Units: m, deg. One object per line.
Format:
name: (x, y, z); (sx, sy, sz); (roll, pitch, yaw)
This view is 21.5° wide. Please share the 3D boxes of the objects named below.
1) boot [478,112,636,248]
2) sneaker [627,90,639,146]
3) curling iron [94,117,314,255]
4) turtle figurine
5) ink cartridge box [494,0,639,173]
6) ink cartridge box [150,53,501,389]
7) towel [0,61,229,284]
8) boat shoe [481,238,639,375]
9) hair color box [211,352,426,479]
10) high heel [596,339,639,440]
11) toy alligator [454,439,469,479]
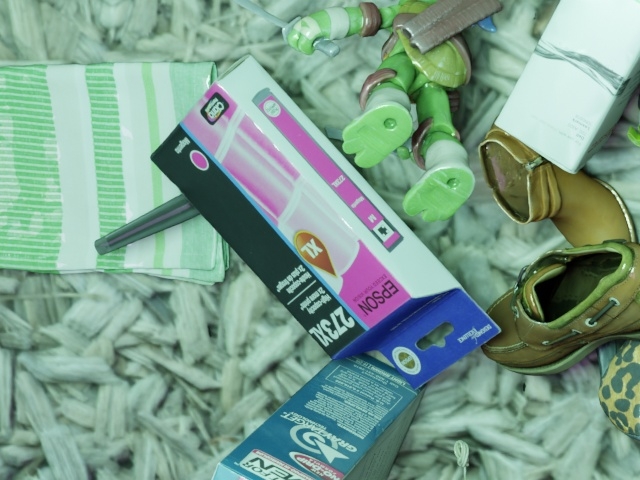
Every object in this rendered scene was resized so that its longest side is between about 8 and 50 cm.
boot: (0.224, -0.037, 1.635); (0.073, 0.152, 0.197); (-39, 89, 26)
sneaker: (0.412, -0.104, 1.599); (0.235, 0.084, 0.097); (11, 133, 19)
curling iron: (-0.124, -0.060, 1.797); (0.274, 0.035, 0.068); (-32, 92, 11)
turtle figurine: (0.049, -0.128, 1.622); (0.275, 0.266, 0.197); (-8, 126, 5)
ink cartridge box: (0.265, -0.189, 1.570); (0.093, 0.160, 0.219); (32, 114, 11)
ink cartridge box: (0.000, 0.000, 1.690); (0.371, 0.069, 0.176); (46, 143, -2)
towel: (-0.260, -0.075, 1.878); (0.325, 0.038, 0.247); (2, 105, 21)
boat shoe: (0.235, 0.052, 1.620); (0.104, 0.110, 0.307); (22, 155, -25)
hair color box: (-0.017, 0.249, 1.705); (0.105, 0.347, 0.173); (26, 113, 13)
high heel: (0.359, 0.066, 1.591); (0.093, 0.186, 0.261); (25, 127, -25)
toy alligator: (0.166, 0.302, 1.817); (0.051, 0.056, 0.189); (-4, 107, -21)
